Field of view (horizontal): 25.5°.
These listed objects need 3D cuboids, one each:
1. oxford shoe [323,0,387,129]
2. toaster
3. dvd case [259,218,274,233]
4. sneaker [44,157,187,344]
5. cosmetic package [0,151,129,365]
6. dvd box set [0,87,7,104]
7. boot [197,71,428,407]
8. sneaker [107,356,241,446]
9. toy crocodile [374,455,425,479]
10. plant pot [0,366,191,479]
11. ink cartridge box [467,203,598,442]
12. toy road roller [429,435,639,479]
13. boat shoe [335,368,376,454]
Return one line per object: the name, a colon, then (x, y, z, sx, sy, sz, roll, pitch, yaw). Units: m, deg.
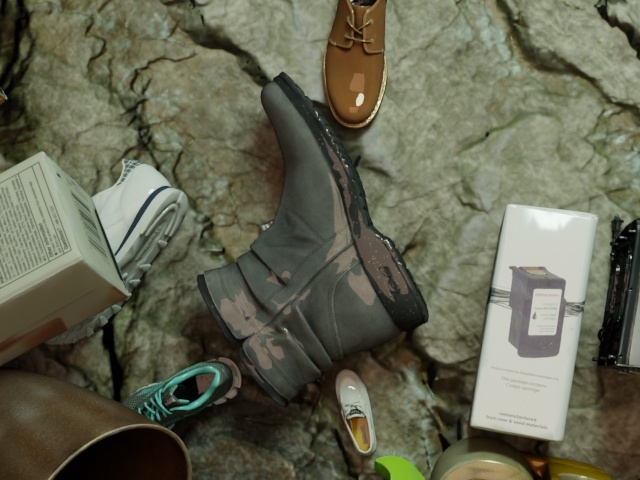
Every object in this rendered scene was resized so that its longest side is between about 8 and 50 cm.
oxford shoe: (0.041, -0.235, 1.629, 0.076, 0.076, 0.212, 4, 84, 4)
toaster: (0.365, 0.059, 1.516, 0.110, 0.168, 0.185, 9, 84, 3)
dvd case: (0.000, 0.000, 1.630, 0.119, 0.013, 0.087, -22, 81, 3)
sneaker: (-0.255, 0.016, 1.623, 0.095, 0.090, 0.235, 37, 83, 21)
cosmetic package: (-0.378, 0.052, 1.528, 0.296, 0.129, 0.153, -27, 63, 5)
dvd box set: (-0.616, -0.170, 1.659, 0.420, 0.062, 0.307, -35, 71, -1)
boot: (-0.047, -0.003, 1.574, 0.223, 0.118, 0.338, -28, 77, 6)
sneaker: (-0.171, 0.179, 1.588, 0.166, 0.076, 0.065, -32, 80, 0)
toy crocodile: (-0.004, 0.379, 1.529, 0.340, 0.115, 0.105, -46, 70, -4)
plant pot: (-0.293, 0.237, 1.526, 0.230, 0.215, 0.215, 31, 85, 39)
ink cartridge box: (0.225, 0.091, 1.518, 0.100, 0.172, 0.237, 10, 83, 6)
toy road roller: (0.260, 0.357, 1.470, 0.330, 0.202, 0.240, 13, 94, 5)
boat shoe: (0.040, 0.193, 1.589, 0.035, 0.035, 0.100, -13, 82, 3)
